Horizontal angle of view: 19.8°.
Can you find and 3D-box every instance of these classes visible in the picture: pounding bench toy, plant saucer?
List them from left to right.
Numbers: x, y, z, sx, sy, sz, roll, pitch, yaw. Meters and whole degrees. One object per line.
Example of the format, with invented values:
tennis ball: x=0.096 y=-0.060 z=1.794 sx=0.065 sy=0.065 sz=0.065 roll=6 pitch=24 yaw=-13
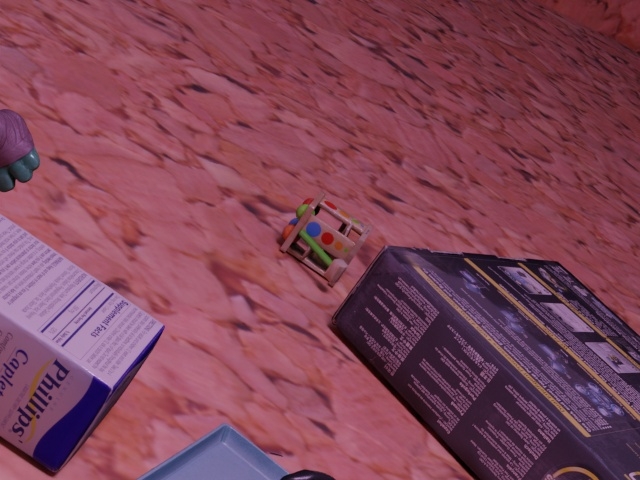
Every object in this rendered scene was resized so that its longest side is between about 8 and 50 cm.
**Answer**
plant saucer: x=-0.074 y=0.162 z=1.144 sx=0.067 sy=0.018 sz=0.192 roll=38 pitch=20 yaw=10
pounding bench toy: x=0.000 y=0.000 z=1.600 sx=0.065 sy=0.052 sz=0.083 roll=34 pitch=19 yaw=0

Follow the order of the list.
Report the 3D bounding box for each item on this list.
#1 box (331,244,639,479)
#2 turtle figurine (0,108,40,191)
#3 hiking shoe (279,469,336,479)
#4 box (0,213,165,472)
box: x=0.239 y=0.163 z=1.539 sx=0.395 sy=0.097 sz=0.318 roll=45 pitch=20 yaw=27
turtle figurine: x=-0.277 y=-0.066 z=1.152 sx=0.175 sy=0.118 sz=0.234 roll=15 pitch=2 yaw=15
hiking shoe: x=-0.022 y=0.165 z=0.938 sx=0.227 sy=0.114 sz=0.086 roll=-7 pitch=26 yaw=14
box: x=-0.182 y=0.060 z=1.127 sx=0.137 sy=0.072 sz=0.126 roll=34 pitch=18 yaw=0
